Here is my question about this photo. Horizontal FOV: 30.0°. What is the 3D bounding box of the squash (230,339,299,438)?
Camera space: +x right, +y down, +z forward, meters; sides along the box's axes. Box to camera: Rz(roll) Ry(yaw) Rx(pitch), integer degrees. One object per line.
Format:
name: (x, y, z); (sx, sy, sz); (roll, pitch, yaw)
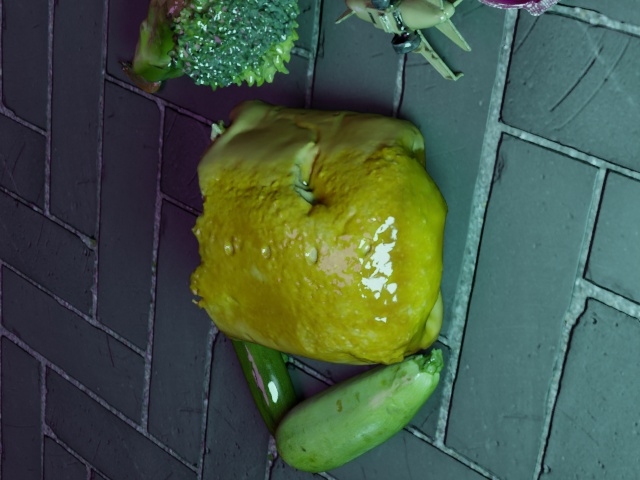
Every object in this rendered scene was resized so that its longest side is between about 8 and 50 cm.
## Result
squash: (-0.094, 0.208, 1.943); (0.080, 0.071, 0.318); (-34, 78, 46)

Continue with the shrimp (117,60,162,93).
shrimp: (-0.303, -0.291, 2.029); (0.108, 0.023, 0.059); (40, 118, 30)

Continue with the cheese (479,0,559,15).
cheese: (0.207, -0.378, 1.417); (0.155, 0.062, 0.244); (-37, 91, 7)

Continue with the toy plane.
toy plane: (0.098, -0.304, 1.553); (0.244, 0.092, 0.229); (19, 147, 53)

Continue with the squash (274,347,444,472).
squash: (0.064, 0.255, 1.774); (0.370, 0.118, 0.118); (-34, 78, 41)

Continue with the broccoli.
broccoli: (-0.172, -0.331, 1.743); (0.397, 0.274, 0.353); (-58, 18, 32)

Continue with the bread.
bread: (0.000, 0.000, 1.652); (0.394, 0.250, 0.361); (11, 111, 42)
